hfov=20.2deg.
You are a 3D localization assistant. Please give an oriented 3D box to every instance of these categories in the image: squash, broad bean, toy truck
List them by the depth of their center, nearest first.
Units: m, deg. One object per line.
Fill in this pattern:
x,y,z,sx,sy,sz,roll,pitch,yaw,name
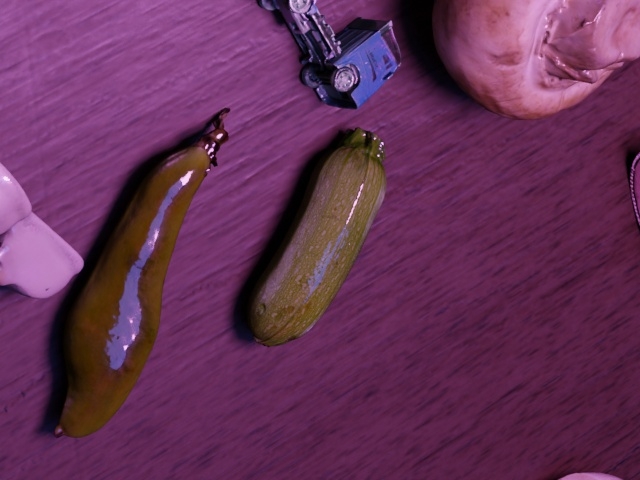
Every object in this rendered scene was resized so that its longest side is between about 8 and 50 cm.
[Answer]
-0.159,0.028,1.565,0.075,0.067,0.325,23,95,-40,broad bean
0.002,-0.205,1.592,0.081,0.067,0.175,-41,116,-19,toy truck
0.000,0.000,1.641,0.068,0.077,0.219,27,89,-40,squash

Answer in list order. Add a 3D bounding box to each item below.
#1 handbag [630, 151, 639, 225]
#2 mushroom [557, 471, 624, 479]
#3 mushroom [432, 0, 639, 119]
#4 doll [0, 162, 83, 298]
0.411,-0.019,1.799,0.116,0.179,0.205,-23,83,-17,handbag
0.324,0.319,1.909,0.225,0.093,0.116,29,108,-41,mushroom
0.215,-0.223,1.624,0.255,0.184,0.255,-24,124,-41,mushroom
-0.371,0.098,1.427,0.348,0.161,0.423,18,104,-48,doll
